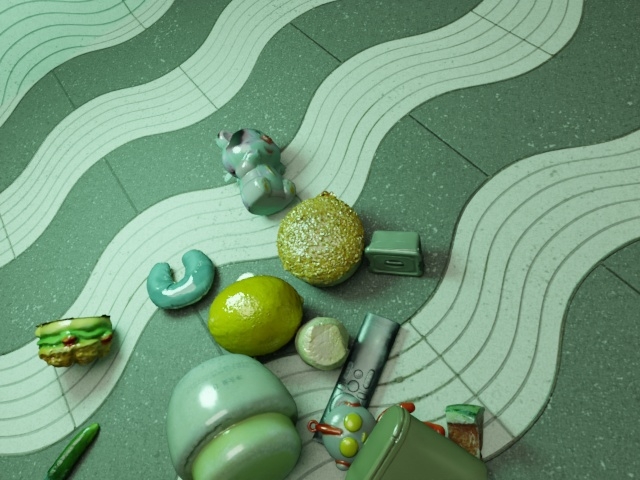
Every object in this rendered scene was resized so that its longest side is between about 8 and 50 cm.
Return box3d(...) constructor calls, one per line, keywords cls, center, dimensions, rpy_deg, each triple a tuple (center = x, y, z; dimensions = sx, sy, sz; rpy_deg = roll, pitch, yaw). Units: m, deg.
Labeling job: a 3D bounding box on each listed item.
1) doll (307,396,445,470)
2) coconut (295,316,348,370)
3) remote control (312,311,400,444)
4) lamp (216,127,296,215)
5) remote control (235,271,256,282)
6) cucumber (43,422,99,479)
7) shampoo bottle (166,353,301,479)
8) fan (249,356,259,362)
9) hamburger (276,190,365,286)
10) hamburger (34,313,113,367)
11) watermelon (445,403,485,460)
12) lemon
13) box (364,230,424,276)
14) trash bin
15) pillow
box3d(cls="doll", center=(0.133, 0.486, 1.214), dimensions=(0.336, 0.105, 0.200), rpy_deg=(11, 75, 6))
box3d(cls="coconut", center=(0.004, 0.285, 1.368), dimensions=(0.147, 0.152, 0.147), rpy_deg=(2, 80, -11))
box3d(cls="remote control", center=(0.102, 0.381, 1.344), dimensions=(0.107, 0.044, 0.378), rpy_deg=(16, 68, 28))
box3d(cls="lamp", center=(-0.232, -0.232, 1.709), dimensions=(0.247, 0.247, 0.301), rpy_deg=(-41, 62, 40))
box3d(cls="remote control", center=(-0.261, 0.204, 1.555), dimensions=(0.078, 0.042, 0.221), rpy_deg=(16, 67, 25))
box3d(cls="cucumber", center=(-0.748, 0.649, 1.454), dimensions=(0.056, 0.056, 0.250), rpy_deg=(24, 71, 27))
box3d(cls="shampoo bottle", center=(-0.220, 0.461, 1.235), dimensions=(0.322, 0.322, 0.317), rpy_deg=(-36, 52, -4))
box3d(cls="fan", center=(-0.256, 0.371, 1.462), dimensions=(0.155, 0.039, 0.082), rpy_deg=(-6, 61, 16))
box3d(cls="hamburger", center=(0.000, 0.000, 1.502), dimensions=(0.276, 0.179, 0.294), rpy_deg=(-31, 58, 2))
box3d(cls="hamburger", center=(-0.768, 0.322, 1.549), dimensions=(0.237, 0.237, 0.149), rpy_deg=(-12, 77, 10))
box3d(cls="watermelon", center=(0.359, 0.466, 1.220), dimensions=(0.097, 0.121, 0.158), rpy_deg=(-8, 104, 30))
box3d(cls="lemon", center=(-0.183, 0.215, 1.412), dimensions=(0.263, 0.236, 0.236), rpy_deg=(-43, 59, -3))
box3d(cls="box", center=(0.223, 0.033, 1.458), dimensions=(0.172, 0.124, 0.093), rpy_deg=(4, 53, 18))
box3d(cls="trash bin", center=(0.211, 0.536, 1.106), dimensions=(0.247, 0.121, 0.243), rpy_deg=(33, 90, -4))
box3d(cls="pillow", center=(-0.465, 0.126, 1.637), dimensions=(0.233, 0.086, 0.214), rpy_deg=(-24, 53, 1))
